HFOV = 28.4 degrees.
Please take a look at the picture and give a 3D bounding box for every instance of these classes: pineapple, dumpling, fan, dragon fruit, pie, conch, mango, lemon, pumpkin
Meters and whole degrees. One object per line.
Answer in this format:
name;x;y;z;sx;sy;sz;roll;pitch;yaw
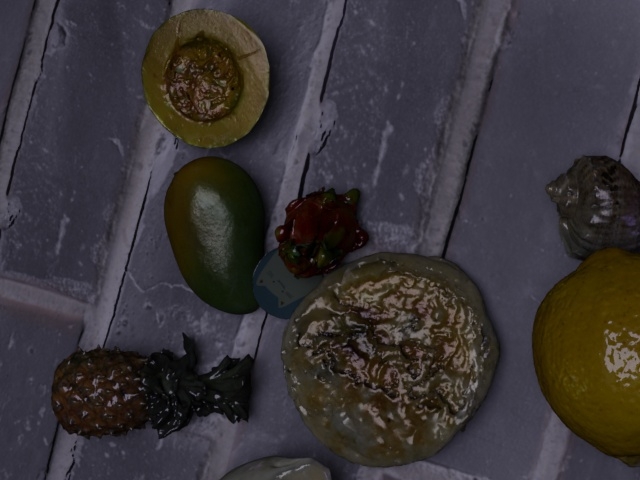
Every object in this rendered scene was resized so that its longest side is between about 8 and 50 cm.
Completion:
pineapple;-0.253;0.225;1.963;0.310;0.141;0.170;-3;60;10
dumpling;-0.078;0.419;1.899;0.252;0.131;0.179;-20;104;24
fan;-0.029;0.042;1.942;0.113;0.005;0.175;45;81;-17
dragon fruit;0.000;0.000;1.892;0.138;0.175;0.142;15;113;2
pie;0.102;0.175;1.880;0.339;0.077;0.339;-1;85;18
conch;0.415;-0.035;1.804;0.207;0.130;0.155;17;126;-4
mango;-0.158;-0.006;1.961;0.156;0.114;0.251;-10;98;2
lemon;0.419;0.150;1.688;0.293;0.293;0.293;-1;85;17
pumpkin;-0.169;-0.254;1.990;0.217;0.110;0.217;2;98;13
